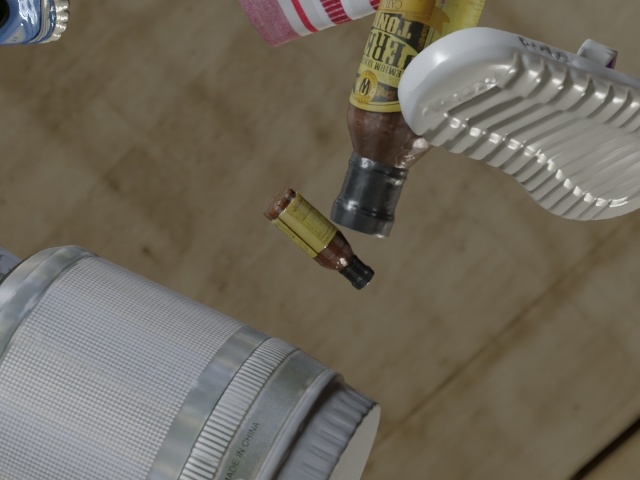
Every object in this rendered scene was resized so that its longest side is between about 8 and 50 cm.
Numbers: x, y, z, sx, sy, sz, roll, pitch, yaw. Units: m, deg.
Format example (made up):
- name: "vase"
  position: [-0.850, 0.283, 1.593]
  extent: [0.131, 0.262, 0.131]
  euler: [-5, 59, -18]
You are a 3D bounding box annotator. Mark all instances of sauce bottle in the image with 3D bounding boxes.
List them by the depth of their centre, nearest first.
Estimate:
- name: "sauce bottle"
  position: [0.000, 0.000, 1.801]
  extent: [0.128, 0.042, 0.042]
  euler: [44, -168, -17]
- name: "sauce bottle"
  position: [0.095, -0.173, 1.952]
  extent: [0.111, 0.344, 0.111]
  euler: [16, -173, -2]

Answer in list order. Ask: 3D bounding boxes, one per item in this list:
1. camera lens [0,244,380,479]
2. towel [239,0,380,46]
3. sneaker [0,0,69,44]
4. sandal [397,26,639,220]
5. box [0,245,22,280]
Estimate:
- name: "camera lens"
  position: [-0.123, 0.145, 1.244]
  extent: [0.274, 0.219, 0.219]
  euler: [24, -172, 10]
- name: "towel"
  position: [-0.020, -0.376, 2.292]
  extent: [0.237, 0.329, 0.037]
  euler: [55, -127, -19]
- name: "sneaker"
  position: [-0.416, -0.401, 2.378]
  extent: [0.147, 0.330, 0.130]
  euler: [-22, -143, -37]
- name: "sandal"
  position: [0.217, -0.126, 1.639]
  extent: [0.416, 0.169, 0.102]
  euler: [22, -139, -52]
- name: "box"
  position: [-0.387, 0.115, 1.713]
  extent: [0.231, 0.262, 0.127]
  euler: [35, -147, -13]
